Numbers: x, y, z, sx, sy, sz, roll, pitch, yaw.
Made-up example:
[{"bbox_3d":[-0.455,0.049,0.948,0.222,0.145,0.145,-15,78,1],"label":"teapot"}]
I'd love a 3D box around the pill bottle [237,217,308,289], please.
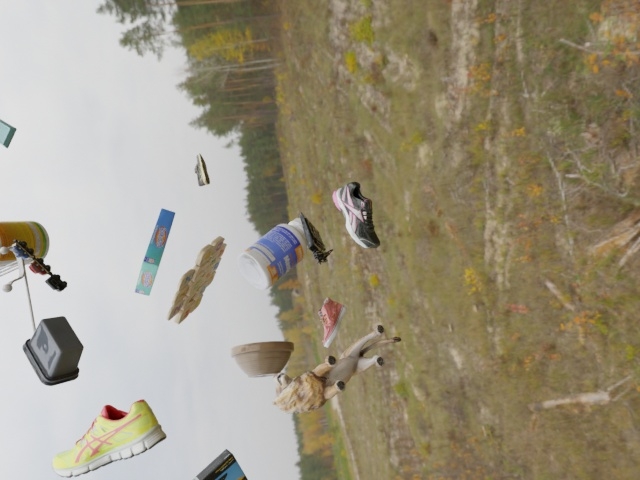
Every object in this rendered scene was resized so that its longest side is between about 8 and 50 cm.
[{"bbox_3d":[-0.143,0.037,1.664,0.152,0.272,0.152,30,141,28],"label":"pill bottle"}]

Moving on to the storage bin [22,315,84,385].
[{"bbox_3d":[-0.586,0.239,1.074,0.135,0.098,0.091,44,113,25],"label":"storage bin"}]

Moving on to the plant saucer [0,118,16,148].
[{"bbox_3d":[-0.995,-0.344,1.451,0.067,0.192,0.018,-63,-25,2],"label":"plant saucer"}]

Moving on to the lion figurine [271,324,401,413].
[{"bbox_3d":[0.052,0.395,1.437,0.240,0.391,0.142,-50,60,47],"label":"lion figurine"}]

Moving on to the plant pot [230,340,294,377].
[{"bbox_3d":[-0.211,0.442,1.758,0.237,0.237,0.110,97,168,-71],"label":"plant pot"}]

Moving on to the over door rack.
[{"bbox_3d":[-0.832,0.204,1.194,0.108,0.239,0.325,38,-152,-81],"label":"over door rack"}]

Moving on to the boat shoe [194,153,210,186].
[{"bbox_3d":[-0.486,-0.285,1.927,0.056,0.049,0.152,63,-173,-60],"label":"boat shoe"}]

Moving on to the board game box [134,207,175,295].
[{"bbox_3d":[-0.491,0.034,1.420,0.160,0.047,0.210,125,156,-44],"label":"board game box"}]

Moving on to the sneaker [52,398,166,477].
[{"bbox_3d":[-0.369,0.334,0.822,0.081,0.208,0.094,30,-142,-82],"label":"sneaker"}]

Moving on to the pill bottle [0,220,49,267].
[{"bbox_3d":[-0.938,0.012,1.388,0.245,0.136,0.137,-9,-89,-71],"label":"pill bottle"}]

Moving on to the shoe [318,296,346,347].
[{"bbox_3d":[0.024,0.272,1.602,0.063,0.081,0.178,-57,4,46],"label":"shoe"}]

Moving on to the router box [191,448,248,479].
[{"bbox_3d":[-0.319,0.751,1.455,0.046,0.178,0.133,3,123,52],"label":"router box"}]

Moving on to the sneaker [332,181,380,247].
[{"bbox_3d":[0.098,-0.065,1.161,0.072,0.077,0.178,-17,-107,-54],"label":"sneaker"}]

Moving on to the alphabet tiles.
[{"bbox_3d":[-0.375,0.124,1.477,0.284,0.021,0.278,-64,-5,25],"label":"alphabet tiles"}]

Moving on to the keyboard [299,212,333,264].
[{"bbox_3d":[0.000,0.000,0.984,0.192,0.038,0.100,37,-143,-80],"label":"keyboard"}]

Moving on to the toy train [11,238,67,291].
[{"bbox_3d":[-0.666,0.062,1.127,0.158,0.027,0.036,56,-137,-25],"label":"toy train"}]
